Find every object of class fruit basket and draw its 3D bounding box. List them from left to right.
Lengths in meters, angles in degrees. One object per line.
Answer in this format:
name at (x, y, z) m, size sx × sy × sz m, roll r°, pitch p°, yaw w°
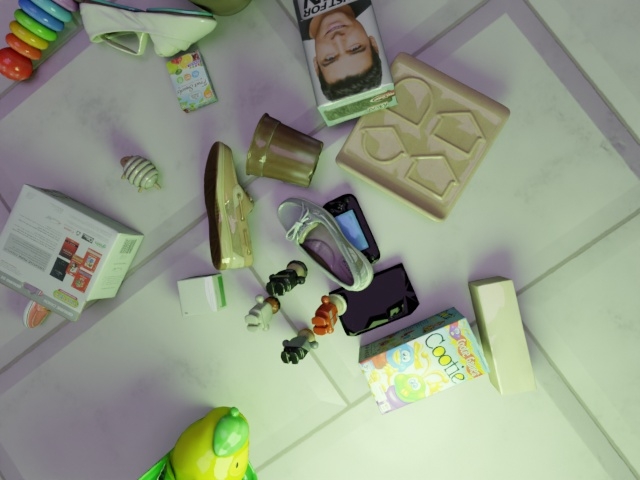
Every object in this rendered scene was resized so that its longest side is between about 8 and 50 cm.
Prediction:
fruit basket at (-0.276, 0.569, 0.997) m, size 0.392 × 0.392 × 0.282 m, roll -29°, pitch 87°, yaw 6°

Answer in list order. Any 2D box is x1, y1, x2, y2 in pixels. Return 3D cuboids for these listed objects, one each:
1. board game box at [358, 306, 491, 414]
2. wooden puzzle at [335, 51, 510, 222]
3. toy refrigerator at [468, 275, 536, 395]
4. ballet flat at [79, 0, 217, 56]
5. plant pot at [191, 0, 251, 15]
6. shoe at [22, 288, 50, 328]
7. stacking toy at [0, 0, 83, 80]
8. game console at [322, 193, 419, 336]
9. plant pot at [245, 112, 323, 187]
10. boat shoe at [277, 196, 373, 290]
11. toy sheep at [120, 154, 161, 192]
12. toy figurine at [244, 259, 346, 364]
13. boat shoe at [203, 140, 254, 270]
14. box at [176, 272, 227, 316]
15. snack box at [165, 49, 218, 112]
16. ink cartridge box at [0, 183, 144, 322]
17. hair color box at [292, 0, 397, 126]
board game box at (0.249, 0.296, 1.045) m, size 0.276 × 0.144 × 0.141 m, roll -25°, pitch 88°, yaw 7°
wooden puzzle at (0.257, -0.263, 1.079) m, size 0.322 × 0.080 × 0.347 m, roll 31°, pitch 89°, yaw 5°
toy refrigerator at (0.454, 0.231, 1.043) m, size 0.094 × 0.102 × 0.269 m, roll -13°, pitch 88°, yaw 7°
ballet flat at (-0.467, -0.572, 1.143) m, size 0.401 × 0.139 × 0.139 m, roll 12°, pitch 92°, yaw 10°
plant pot at (-0.280, -0.721, 1.030) m, size 0.324 × 0.280 × 0.322 m, roll 0°, pitch 91°, yaw 7°
shoe at (-0.781, 0.183, 1.203) m, size 0.081 × 0.063 × 0.177 m, roll 24°, pitch 87°, yaw 10°
stacking toy at (-0.809, -0.603, 1.176) m, size 0.141 × 0.141 × 0.330 m, roll 40°, pitch 100°, yaw 5°
game console at (0.099, 0.058, 1.112) m, size 0.213 × 0.044 × 0.361 m, roll -24°, pitch 87°, yaw 6°
plant pot at (-0.088, -0.222, 1.081) m, size 0.165 × 0.167 × 0.166 m, roll 18°, pitch 93°, yaw -2°
boat shoe at (-0.001, 0.003, 1.062) m, size 0.118 × 0.103 × 0.320 m, roll -47°, pitch 72°, yaw 15°
toy sheep at (-0.498, -0.185, 1.161) m, size 0.132 × 0.091 × 0.091 m, roll 38°, pitch 95°, yaw -9°
toy figurine at (-0.064, 0.182, 1.069) m, size 0.213 × 0.148 × 0.209 m, roll 38°, pitch 117°, yaw 6°
boat shoe at (-0.242, -0.093, 1.126) m, size 0.110 × 0.122 × 0.340 m, roll -4°, pitch 93°, yaw -30°
box at (-0.322, 0.146, 1.138) m, size 0.102 × 0.087 × 0.101 m, roll -9°, pitch 90°, yaw 7°
snack box at (-0.358, -0.442, 1.163) m, size 0.100 × 0.037 × 0.141 m, roll -19°, pitch 89°, yaw 7°
ink cartridge box at (-0.707, 0.036, 1.158) m, size 0.310 × 0.130 × 0.271 m, roll 27°, pitch 91°, yaw 6°
hair color box at (0.054, -0.498, 1.039) m, size 0.186 × 0.114 × 0.373 m, roll -15°, pitch 79°, yaw 12°
